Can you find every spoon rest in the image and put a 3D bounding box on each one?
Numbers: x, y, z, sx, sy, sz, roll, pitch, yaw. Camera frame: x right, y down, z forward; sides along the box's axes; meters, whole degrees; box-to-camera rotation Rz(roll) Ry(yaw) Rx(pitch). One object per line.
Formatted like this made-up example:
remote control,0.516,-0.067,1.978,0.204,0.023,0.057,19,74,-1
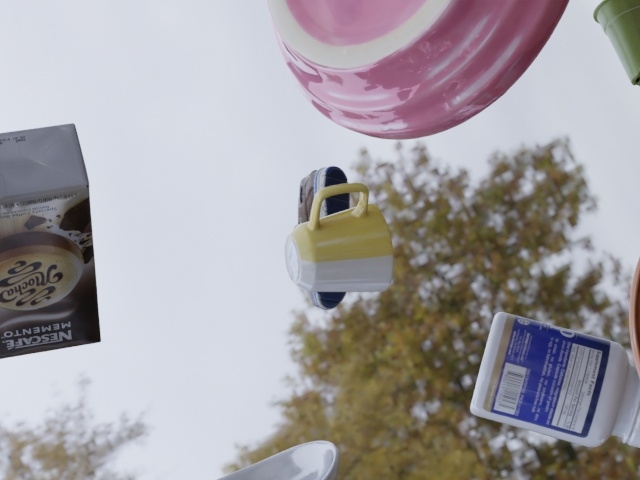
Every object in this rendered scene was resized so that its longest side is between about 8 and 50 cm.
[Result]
spoon rest,-0.096,0.312,1.571,0.084,0.276,0.137,53,-162,-16

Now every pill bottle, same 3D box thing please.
pill bottle,0.255,0.149,1.377,0.112,0.186,0.112,15,-90,-82

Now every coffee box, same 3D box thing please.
coffee box,-0.369,0.009,1.677,0.297,0.168,0.119,96,160,-49

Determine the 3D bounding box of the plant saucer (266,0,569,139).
plant saucer,0.067,-0.254,1.131,0.084,0.332,0.332,14,-130,-46

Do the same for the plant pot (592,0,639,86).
plant pot,0.310,-0.191,1.284,0.083,0.083,0.079,22,-127,-61

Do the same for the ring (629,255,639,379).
ring,0.409,0.071,1.043,0.032,0.336,0.337,95,159,-65

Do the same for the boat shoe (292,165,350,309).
boat shoe,0.000,0.000,1.713,0.066,0.066,0.183,18,-110,-43

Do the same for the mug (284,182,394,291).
mug,0.009,0.002,0.938,0.062,0.064,0.078,173,89,-72
